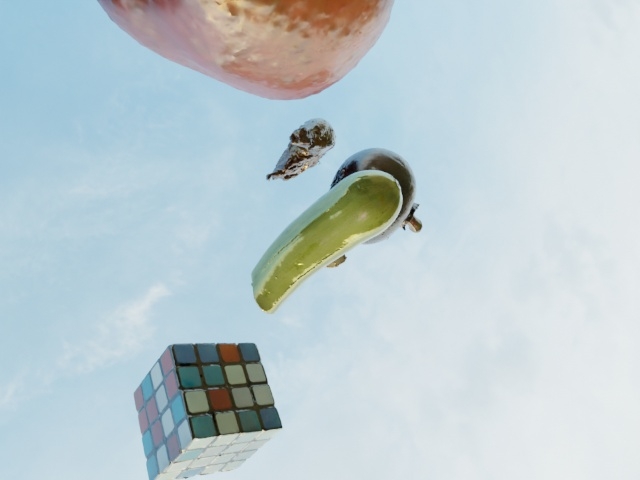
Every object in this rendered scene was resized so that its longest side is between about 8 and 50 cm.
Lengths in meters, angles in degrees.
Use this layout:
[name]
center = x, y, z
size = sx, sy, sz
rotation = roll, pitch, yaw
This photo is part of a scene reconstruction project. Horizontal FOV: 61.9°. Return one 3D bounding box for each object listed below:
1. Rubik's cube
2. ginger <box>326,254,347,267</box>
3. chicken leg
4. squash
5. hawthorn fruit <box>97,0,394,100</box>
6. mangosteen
[Rubik's cube]
center = -0.176, 0.260, 0.821
size = 0.154, 0.155, 0.151
rotation = 7, -136, -40
[ginger]
center = -0.015, 0.021, 1.240
size = 0.095, 0.190, 0.069
rotation = -62, -40, -31
[chicken leg]
center = -0.047, -0.212, 1.254
size = 0.177, 0.322, 0.083
rotation = -39, -90, -28
[squash]
center = 0.000, 0.000, 0.685
size = 0.083, 0.250, 0.083
rotation = 41, -156, -22
[hawthorn fruit]
center = -0.055, -0.260, 0.510
size = 0.330, 0.287, 0.287
rotation = 35, -114, -56
[mangosteen]
center = 0.149, -0.090, 1.285
size = 0.261, 0.235, 0.235
rotation = 28, -109, -17
